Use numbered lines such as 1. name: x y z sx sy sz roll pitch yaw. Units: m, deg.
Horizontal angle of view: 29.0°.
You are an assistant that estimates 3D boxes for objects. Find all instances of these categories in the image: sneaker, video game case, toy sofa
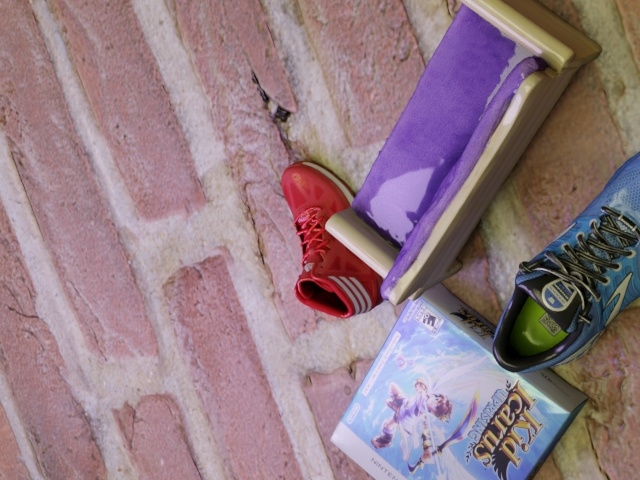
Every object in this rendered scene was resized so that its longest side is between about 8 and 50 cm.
1. sneaker: 0.000 0.000 1.572 0.221 0.128 0.087 53 126 10
2. video game case: 0.166 0.228 1.567 0.244 0.061 0.269 38 122 19
3. sneaker: 0.303 0.037 1.362 0.130 0.147 0.330 42 123 17
4. toy sofa: 0.144 -0.109 1.411 0.150 0.177 0.362 41 124 18
